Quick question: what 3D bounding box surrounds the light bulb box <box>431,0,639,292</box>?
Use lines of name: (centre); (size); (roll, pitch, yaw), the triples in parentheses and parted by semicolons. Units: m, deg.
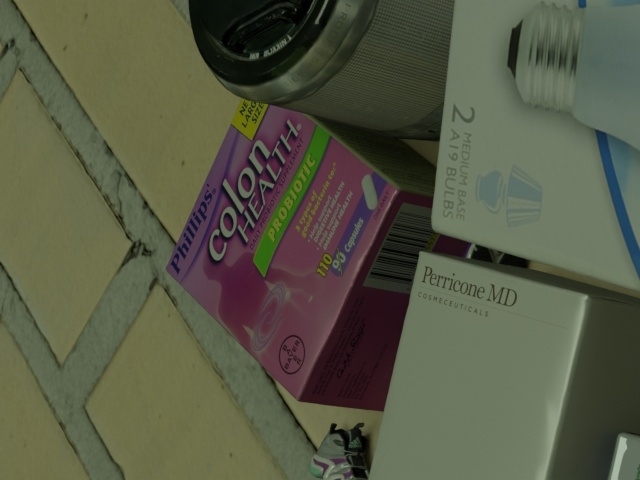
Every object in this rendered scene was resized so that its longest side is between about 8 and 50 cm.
light bulb box: (0.279, -0.140, 1.055); (0.361, 0.225, 0.358); (16, 106, 46)

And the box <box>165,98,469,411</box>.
box: (0.000, 0.000, 1.738); (0.243, 0.117, 0.213); (42, 113, 45)

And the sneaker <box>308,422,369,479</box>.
sneaker: (0.030, 0.198, 1.720); (0.098, 0.038, 0.069); (34, 108, 46)

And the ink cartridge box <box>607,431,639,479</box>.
ink cartridge box: (0.299, 0.269, 1.371); (0.224, 0.045, 0.223); (14, 92, 19)

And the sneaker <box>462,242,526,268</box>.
sneaker: (0.117, 0.056, 1.636); (0.071, 0.068, 0.170); (40, 112, 51)

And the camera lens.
camera lens: (0.043, -0.206, 1.616); (0.219, 0.274, 0.219); (-13, 73, 46)

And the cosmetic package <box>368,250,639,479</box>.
cosmetic package: (0.151, 0.208, 1.498); (0.197, 0.155, 0.365); (13, 93, 50)
